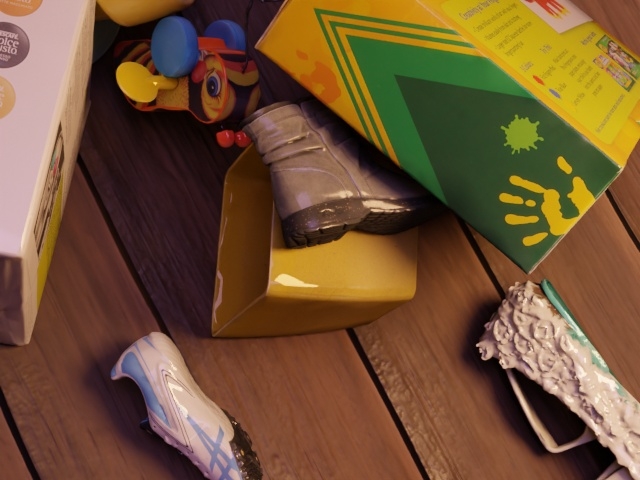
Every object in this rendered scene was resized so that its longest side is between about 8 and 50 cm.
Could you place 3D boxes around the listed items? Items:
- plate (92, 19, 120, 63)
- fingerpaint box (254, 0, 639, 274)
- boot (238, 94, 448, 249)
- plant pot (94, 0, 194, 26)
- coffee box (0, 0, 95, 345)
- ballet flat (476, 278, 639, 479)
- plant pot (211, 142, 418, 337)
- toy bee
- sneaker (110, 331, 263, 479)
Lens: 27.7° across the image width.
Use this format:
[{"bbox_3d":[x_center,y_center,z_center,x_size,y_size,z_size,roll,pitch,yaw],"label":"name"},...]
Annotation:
[{"bbox_3d":[-0.339,-0.293,1.607,0.188,0.024,0.188,1,79,-4],"label":"plate"},{"bbox_3d":[0.184,-0.194,1.479,0.371,0.163,0.445,40,27,4],"label":"fingerpaint box"},{"bbox_3d":[0.041,-0.089,1.390,0.247,0.083,0.161,-9,74,-35],"label":"boot"},{"bbox_3d":[-0.299,-0.352,1.491,0.239,0.254,0.254,-16,73,11],"label":"plant pot"},{"bbox_3d":[-0.437,-0.116,1.375,0.338,0.338,0.334,12,69,-6],"label":"coffee box"},{"bbox_3d":[0.339,0.227,1.527,0.147,0.147,0.409,-36,78,-19],"label":"ballet flat"},{"bbox_3d":[0.000,0.000,1.496,0.187,0.212,0.212,10,70,-19],"label":"plant pot"},{"bbox_3d":[-0.139,-0.181,1.493,0.195,0.298,0.162,-5,87,-22],"label":"toy bee"},{"bbox_3d":[-0.144,0.214,1.461,0.086,0.085,0.237,-38,84,7],"label":"sneaker"}]
